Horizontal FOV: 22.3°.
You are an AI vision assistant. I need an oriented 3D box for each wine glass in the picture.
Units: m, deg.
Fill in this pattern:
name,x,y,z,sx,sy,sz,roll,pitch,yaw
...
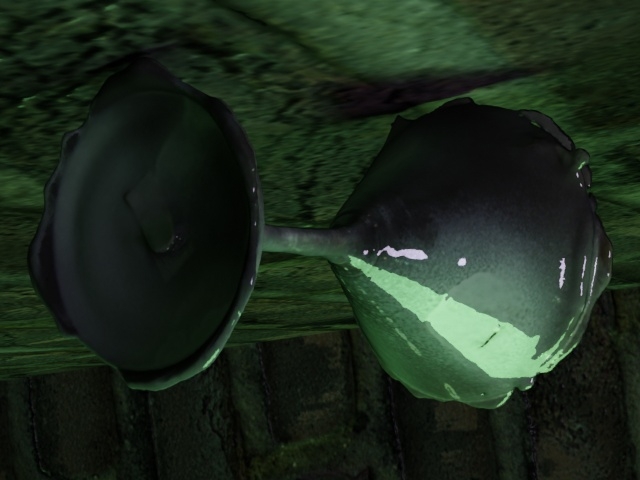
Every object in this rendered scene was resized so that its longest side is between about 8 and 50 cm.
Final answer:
name,x,y,z,sx,sy,sz,roll,pitch,yaw
wine glass,0.000,0.000,0.539,0.122,0.122,0.183,-12,169,39
